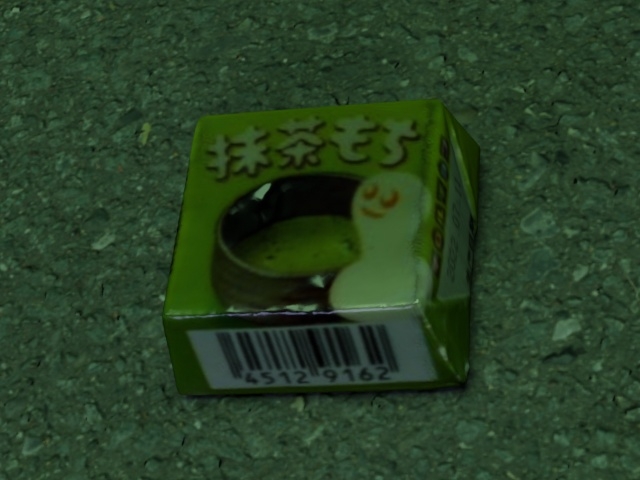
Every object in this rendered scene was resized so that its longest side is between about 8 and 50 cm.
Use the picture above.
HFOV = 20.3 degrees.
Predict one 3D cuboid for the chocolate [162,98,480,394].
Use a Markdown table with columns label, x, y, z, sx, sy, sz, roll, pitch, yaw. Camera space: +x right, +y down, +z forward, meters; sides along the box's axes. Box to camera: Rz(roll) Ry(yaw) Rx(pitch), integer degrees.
| label | x | y | z | sx | sy | sz | roll | pitch | yaw |
| --- | --- | --- | --- | --- | --- | --- | --- | --- | --- |
| chocolate | 0.000 | 0.000 | 1.781 | 0.300 | 0.137 | 0.289 | -3 | 55 | 14 |
